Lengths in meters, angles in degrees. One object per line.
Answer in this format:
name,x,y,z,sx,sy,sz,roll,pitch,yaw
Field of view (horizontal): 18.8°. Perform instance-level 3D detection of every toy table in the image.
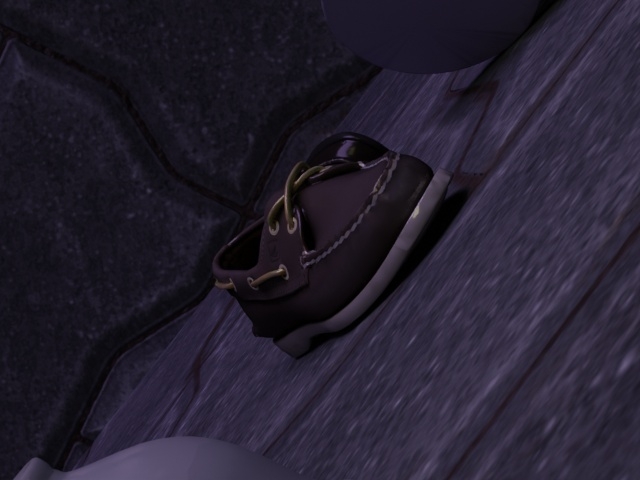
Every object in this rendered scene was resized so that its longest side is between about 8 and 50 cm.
toy table,0.112,-0.270,1.645,0.274,0.252,0.161,-30,39,57

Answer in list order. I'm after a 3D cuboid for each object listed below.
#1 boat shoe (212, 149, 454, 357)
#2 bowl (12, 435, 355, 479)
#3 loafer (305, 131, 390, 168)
boat shoe,0.000,0.000,1.380,0.116,0.097,0.324,-54,5,-20
bowl,-0.115,0.190,0.849,0.298,0.134,0.298,-52,5,6
loafer,0.000,-0.005,1.652,0.220,0.080,0.078,-55,11,45
